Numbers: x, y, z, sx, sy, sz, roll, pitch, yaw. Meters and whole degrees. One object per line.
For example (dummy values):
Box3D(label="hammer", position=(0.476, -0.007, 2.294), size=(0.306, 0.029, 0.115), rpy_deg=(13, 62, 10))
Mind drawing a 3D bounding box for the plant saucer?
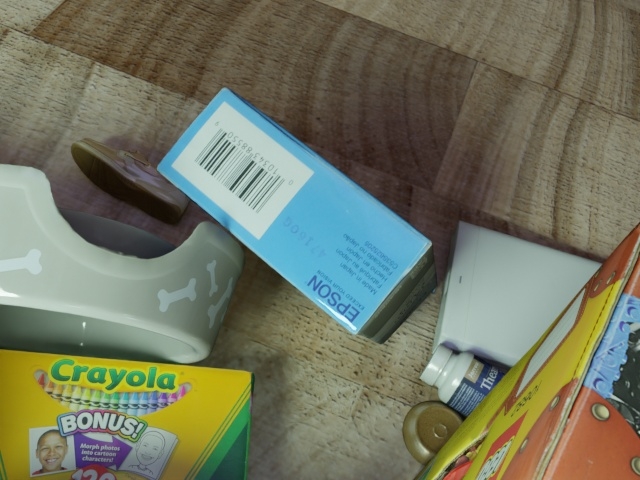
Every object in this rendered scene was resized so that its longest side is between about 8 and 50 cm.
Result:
Box3D(label="plant saucer", position=(0.136, 0.220, 0.801), size=(0.083, 0.015, 0.083), rpy_deg=(6, 53, -7))

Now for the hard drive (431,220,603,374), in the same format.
Box3D(label="hard drive", position=(0.310, 0.101, 0.908), size=(0.307, 0.040, 0.203), rpy_deg=(17, 53, 1))

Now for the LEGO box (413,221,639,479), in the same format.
Box3D(label="LEGO box", position=(0.237, 0.278, 0.478), size=(0.372, 0.500, 0.193), rpy_deg=(32, 54, 12))

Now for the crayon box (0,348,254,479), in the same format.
Box3D(label="crayon box", position=(-0.212, 0.209, 0.698), size=(0.278, 0.081, 0.165), rpy_deg=(6, 54, -7))

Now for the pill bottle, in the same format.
Box3D(label="pill bottle", position=(0.179, 0.171, 0.813), size=(0.120, 0.067, 0.067), rpy_deg=(31, 55, 11))

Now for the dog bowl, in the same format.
Box3D(label="dog bowl", position=(-0.249, 0.044, 0.662), size=(0.348, 0.349, 0.102), rpy_deg=(8, 72, -6))

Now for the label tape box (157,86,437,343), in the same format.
Box3D(label="label tape box", position=(0.000, 0.000, 0.783), size=(0.249, 0.348, 0.115), rpy_deg=(38, 86, 15))

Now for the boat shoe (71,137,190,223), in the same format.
Box3D(label="boat shoe", position=(-0.245, -0.087, 0.921), size=(0.170, 0.063, 0.059), rpy_deg=(33, 52, 1))
